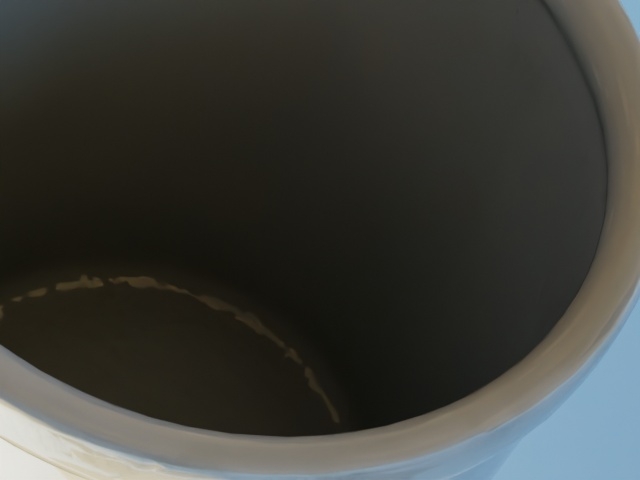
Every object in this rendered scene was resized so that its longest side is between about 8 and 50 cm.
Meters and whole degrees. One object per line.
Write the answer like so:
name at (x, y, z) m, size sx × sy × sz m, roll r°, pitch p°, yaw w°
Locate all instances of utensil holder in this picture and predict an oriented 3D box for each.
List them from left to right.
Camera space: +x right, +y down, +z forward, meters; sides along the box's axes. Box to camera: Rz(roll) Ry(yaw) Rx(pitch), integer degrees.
utensil holder at (-0.067, 0.038, 0.762) m, size 0.385 × 0.328 × 0.327 m, roll 114°, pitch -2°, yaw -55°
